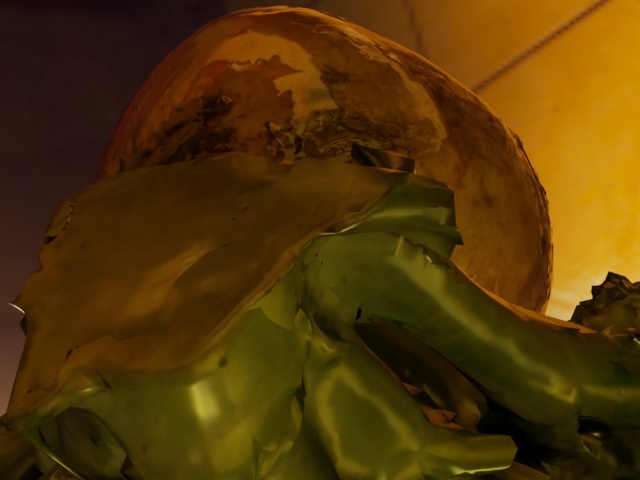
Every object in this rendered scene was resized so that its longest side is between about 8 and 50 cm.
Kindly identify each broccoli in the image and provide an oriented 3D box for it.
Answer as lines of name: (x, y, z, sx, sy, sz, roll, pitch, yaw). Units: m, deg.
broccoli: (0.003, 0.107, 0.547, 0.321, 0.303, 0.283, -6, 133, 22)

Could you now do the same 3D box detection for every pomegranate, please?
pomegranate: (0.000, 0.000, 1.322, 0.322, 0.322, 0.322, 12, 105, 54)
